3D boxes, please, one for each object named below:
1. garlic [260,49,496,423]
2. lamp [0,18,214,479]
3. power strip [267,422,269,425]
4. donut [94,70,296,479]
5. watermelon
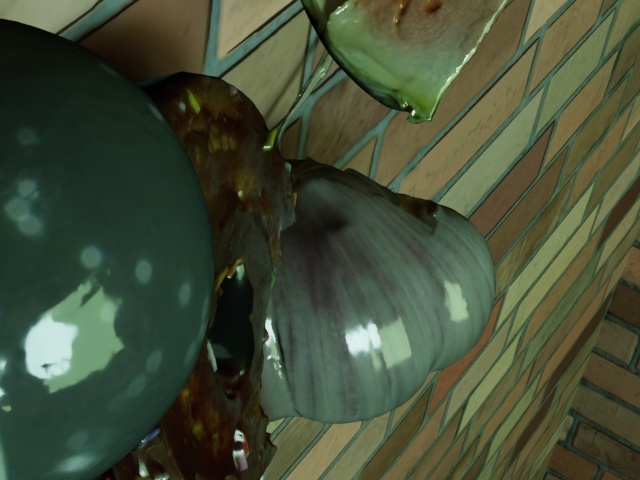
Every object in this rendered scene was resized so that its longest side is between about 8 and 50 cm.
[{"bbox_3d":[0.000,0.000,0.989,0.207,0.207,0.256,52,33,-70],"label":"garlic"},{"bbox_3d":[-0.181,0.046,0.513,0.314,0.182,0.182,-35,153,-18],"label":"lamp"},{"bbox_3d":[-0.066,0.121,1.108,0.056,0.032,0.123,-53,160,-27],"label":"power strip"},{"bbox_3d":[-0.086,0.032,0.728,0.216,0.096,0.230,0,92,-71],"label":"donut"},{"bbox_3d":[0.050,-0.233,0.772,0.128,0.159,0.303,26,95,-42],"label":"watermelon"}]
